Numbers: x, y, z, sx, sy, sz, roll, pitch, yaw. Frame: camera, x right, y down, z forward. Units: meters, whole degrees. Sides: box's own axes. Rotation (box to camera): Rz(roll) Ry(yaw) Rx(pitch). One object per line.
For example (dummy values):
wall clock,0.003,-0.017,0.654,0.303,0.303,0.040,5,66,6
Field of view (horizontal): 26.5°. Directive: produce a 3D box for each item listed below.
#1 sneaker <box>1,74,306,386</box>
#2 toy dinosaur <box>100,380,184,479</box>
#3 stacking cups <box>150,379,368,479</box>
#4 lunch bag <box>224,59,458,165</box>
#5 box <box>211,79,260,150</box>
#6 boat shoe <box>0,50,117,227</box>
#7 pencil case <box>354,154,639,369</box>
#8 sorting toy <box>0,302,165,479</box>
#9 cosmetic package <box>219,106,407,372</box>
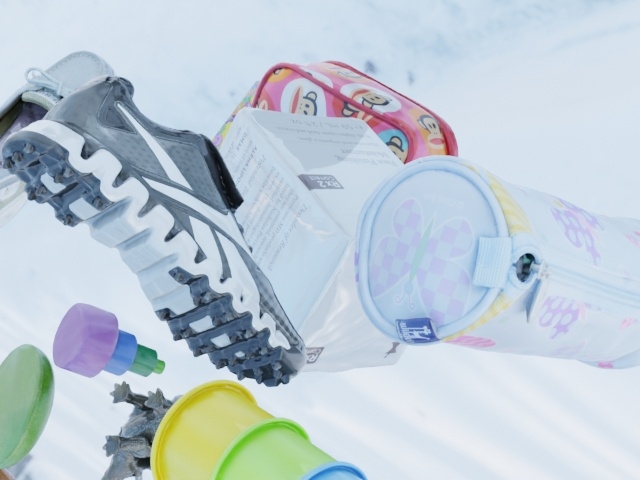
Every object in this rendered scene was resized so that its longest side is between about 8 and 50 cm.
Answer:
sneaker,-0.079,-0.012,0.836,0.234,0.106,0.078,45,144,-19
toy dinosaur,-0.189,0.255,1.839,0.313,0.121,0.160,-17,156,24
stacking cups,0.018,0.182,0.840,0.316,0.096,0.096,23,159,47
lunch bag,-0.008,-0.039,1.454,0.258,0.293,0.120,33,-154,31
box,-0.010,-0.021,1.845,0.290,0.177,0.279,30,157,13
boat shoe,-0.380,-0.140,1.769,0.118,0.320,0.103,34,153,15
pencil case,0.140,0.021,0.885,0.124,0.114,0.273,-8,167,36
sorting toy,-0.279,0.196,1.374,0.126,0.127,0.365,25,128,-32
cosmetic package,0.000,0.000,1.187,0.151,0.151,0.184,0,-141,-43
